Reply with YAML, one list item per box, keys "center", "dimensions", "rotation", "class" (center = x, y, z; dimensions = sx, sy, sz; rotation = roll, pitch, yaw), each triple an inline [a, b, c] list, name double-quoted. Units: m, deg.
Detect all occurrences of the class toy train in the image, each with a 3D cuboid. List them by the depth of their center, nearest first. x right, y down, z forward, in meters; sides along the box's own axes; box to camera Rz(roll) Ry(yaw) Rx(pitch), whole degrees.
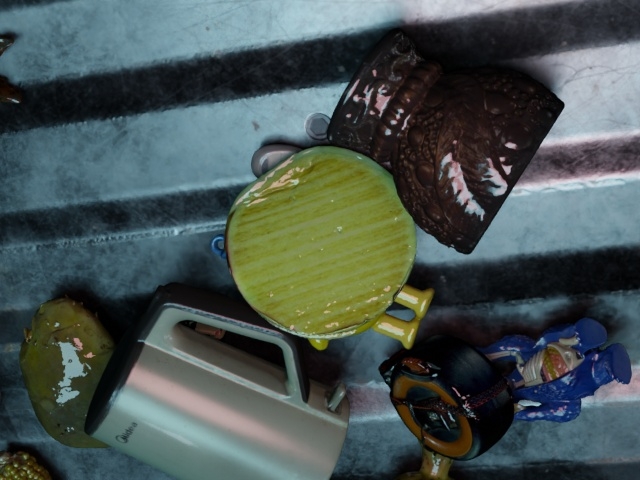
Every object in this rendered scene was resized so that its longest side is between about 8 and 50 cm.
- center: [-0.211, 0.197, 1.934]
  dimensions: [0.087, 0.050, 0.137]
  rotation: [8, 119, 1]
  class: "toy train"

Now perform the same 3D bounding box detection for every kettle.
- center: [-0.148, 0.252, 1.793]
  dimensions: [0.377, 0.250, 0.361]
  rotation: [27, 126, -12]
  class: "kettle"

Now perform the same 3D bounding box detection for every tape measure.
- center: [0.203, 0.254, 1.788]
  dimensions: [0.202, 0.135, 0.223]
  rotation: [56, 151, -4]
  class: "tape measure"

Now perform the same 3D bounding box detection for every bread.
- center: [0.005, 0.004, 1.695]
  dimensions: [0.302, 0.045, 0.301]
  rotation: [-1, 77, 5]
  class: "bread"

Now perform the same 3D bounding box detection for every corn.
- center: [-0.514, 0.526, 2.132]
  dimensions: [0.097, 0.097, 0.319]
  rotation: [-29, 108, 22]
  class: "corn"

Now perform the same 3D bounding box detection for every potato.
- center: [-0.428, 0.238, 1.949]
  dimensions: [0.192, 0.141, 0.296]
  rotation: [-8, 111, 12]
  class: "potato"

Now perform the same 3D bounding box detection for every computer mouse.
- center: [-0.062, -0.122, 1.757]
  dimensions: [0.096, 0.039, 0.066]
  rotation: [1, 117, -9]
  class: "computer mouse"

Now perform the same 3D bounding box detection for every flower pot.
- center: [0.168, -0.154, 1.583]
  dimensions: [0.267, 0.266, 0.266]
  rotation: [32, 117, 7]
  class: "flower pot"

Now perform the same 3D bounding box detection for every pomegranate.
- center: [0.191, 0.439, 1.913]
  dimensions: [0.156, 0.156, 0.220]
  rotation: [15, 113, 4]
  class: "pomegranate"

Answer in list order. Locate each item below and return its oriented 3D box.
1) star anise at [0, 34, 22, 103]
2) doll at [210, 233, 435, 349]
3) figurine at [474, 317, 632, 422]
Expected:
- center: [-0.616, -0.266, 1.773]
  dimensions: [0.288, 0.088, 0.288]
  rotation: [-1, 106, -2]
  class: "star anise"
- center: [-0.007, 0.068, 1.775]
  dimensions: [0.363, 0.145, 0.199]
  rotation: [21, 92, 4]
  class: "doll"
- center: [0.370, 0.208, 1.791]
  dimensions: [0.262, 0.121, 0.164]
  rotation: [-18, 100, 38]
  class: "figurine"
